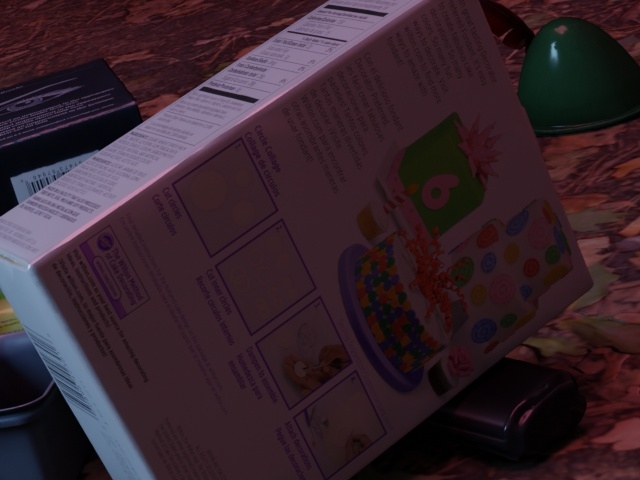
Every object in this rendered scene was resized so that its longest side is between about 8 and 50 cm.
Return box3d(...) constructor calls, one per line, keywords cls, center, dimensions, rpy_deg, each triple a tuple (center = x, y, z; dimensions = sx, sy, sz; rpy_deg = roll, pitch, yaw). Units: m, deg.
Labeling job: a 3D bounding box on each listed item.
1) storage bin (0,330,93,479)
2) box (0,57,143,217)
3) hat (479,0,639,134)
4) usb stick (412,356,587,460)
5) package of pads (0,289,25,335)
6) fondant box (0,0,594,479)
box3d(cls="storage bin", center=(-0.209, 0.129, 1.220), dimensions=(0.098, 0.091, 0.135), rpy_deg=(-10, 19, 11))
box3d(cls="box", center=(-0.214, -0.058, 1.402), dimensions=(0.153, 0.108, 0.207), rpy_deg=(-19, 19, -8))
box3d(cls="hat", center=(0.240, -0.215, 1.741), dimensions=(0.173, 0.183, 0.208), rpy_deg=(-1, 23, 29))
box3d(cls="usb stick", center=(0.057, 0.097, 1.206), dimensions=(0.077, 0.045, 0.278), rpy_deg=(-37, 29, -32))
box3d(cls="package of pads", center=(-0.279, 0.061, 1.445), dimensions=(0.229, 0.101, 0.296), rpy_deg=(-15, 20, -2))
box3d(cls="fondant box", center=(-0.011, 0.013, 1.095), dimensions=(0.330, 0.238, 0.096), rpy_deg=(-35, 26, -20))
